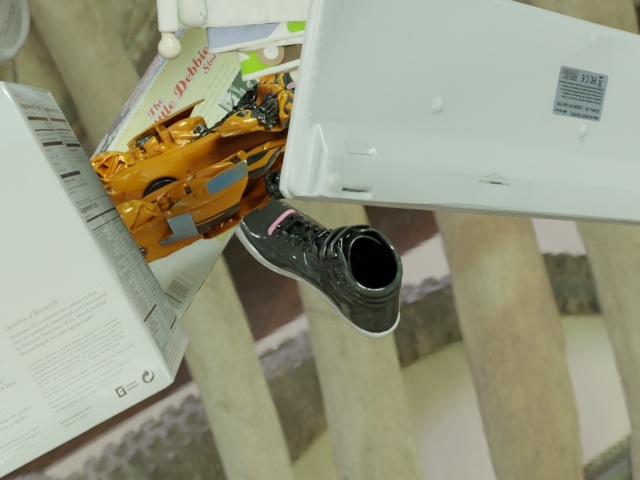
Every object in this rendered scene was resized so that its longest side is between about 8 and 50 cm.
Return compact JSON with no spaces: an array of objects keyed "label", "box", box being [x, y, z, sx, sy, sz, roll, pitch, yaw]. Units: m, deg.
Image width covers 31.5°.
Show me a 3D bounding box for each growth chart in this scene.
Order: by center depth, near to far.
[{"label":"growth chart","box":[-0.012,-0.190,0.803,0.237,0.172,0.021,-4,16,-27]}]

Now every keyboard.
[{"label":"keyboard","box":[0.090,-0.043,0.409,0.256,0.072,0.014,3,5,-42]}]

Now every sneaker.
[{"label":"sneaker","box":[0.001,0.000,1.541,0.295,0.147,0.104,39,61,12]}]

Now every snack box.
[{"label":"snack box","box":[-0.167,-0.088,1.361,0.322,0.187,0.060,-58,23,-6]}]

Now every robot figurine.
[{"label":"robot figurine","box":[-0.090,-0.093,1.183,0.291,0.085,0.211,-29,41,-6]}]

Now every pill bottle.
[{"label":"pill bottle","box":[-0.372,-0.223,1.102,0.160,0.087,0.087,10,37,12]}]

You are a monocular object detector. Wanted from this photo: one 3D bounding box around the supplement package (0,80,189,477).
[{"label":"supplement package","box":[-0.262,0.032,0.943,0.199,0.263,0.198,-28,6,0]}]
